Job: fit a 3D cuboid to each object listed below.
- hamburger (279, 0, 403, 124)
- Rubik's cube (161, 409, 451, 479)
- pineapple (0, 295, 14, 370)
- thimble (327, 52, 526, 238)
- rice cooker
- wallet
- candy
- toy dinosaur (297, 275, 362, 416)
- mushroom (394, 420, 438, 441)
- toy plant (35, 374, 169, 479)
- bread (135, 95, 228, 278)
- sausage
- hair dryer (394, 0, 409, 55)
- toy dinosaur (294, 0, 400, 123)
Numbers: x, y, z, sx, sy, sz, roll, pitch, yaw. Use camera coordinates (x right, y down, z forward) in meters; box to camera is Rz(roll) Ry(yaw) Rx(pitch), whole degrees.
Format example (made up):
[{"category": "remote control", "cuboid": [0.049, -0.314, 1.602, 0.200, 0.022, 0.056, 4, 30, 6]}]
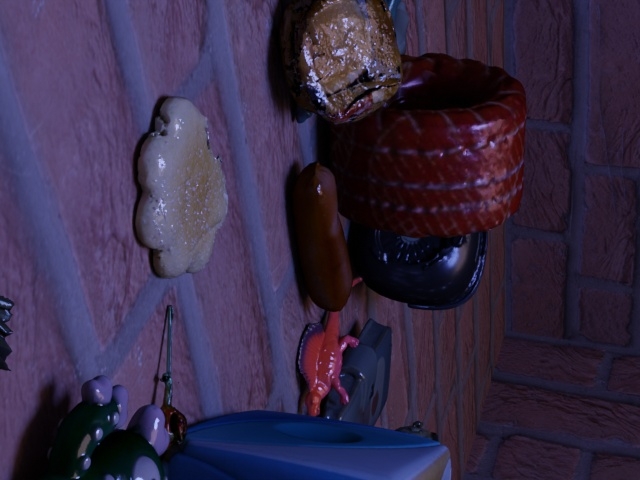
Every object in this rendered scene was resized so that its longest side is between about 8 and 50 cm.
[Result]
[{"category": "hamburger", "cuboid": [0.025, -0.289, 1.901, 0.231, 0.106, 0.231, -11, 107, -38]}, {"category": "Rubik's cube", "cuboid": [-0.024, 0.436, 1.724, 0.347, 0.351, 0.352, 3, 92, -73]}, {"category": "pineapple", "cuboid": [-0.323, -0.004, 0.993, 0.130, 0.119, 0.277, 52, -24, 45]}, {"category": "thimble", "cuboid": [0.185, -0.169, 2.162, 0.350, 0.350, 0.231, -54, 147, -57]}, {"category": "rice cooker", "cuboid": [0.193, 0.004, 2.409, 0.224, 0.267, 0.267, 51, 49, -73]}, {"category": "wallet", "cuboid": [0.058, 0.324, 2.401, 0.360, 0.083, 0.252, -55, 153, -57]}, {"category": "candy", "cuboid": [-0.195, 0.175, 1.601, 0.055, 0.049, 0.185, 28, 62, -79]}, {"category": "toy dinosaur", "cuboid": [0.004, 0.172, 2.226, 0.139, 0.070, 0.286, 35, 60, -46]}, {"category": "mushroom", "cuboid": [0.119, 0.458, 2.445, 0.248, 0.130, 0.344, -64, -176, -18]}, {"category": "toy plant", "cuboid": [-0.239, 0.279, 1.369, 0.243, 0.112, 0.233, 51, 54, -59]}, {"category": "bread", "cuboid": [-0.172, -0.050, 1.567, 0.251, 0.039, 0.182, 75, 28, -52]}, {"category": "sausage", "cuboid": [0.000, 0.000, 2.069, 0.089, 0.083, 0.300, -64, 153, -44]}, {"category": "hair dryer", "cuboid": [0.125, -0.315, 2.398, 0.206, 0.075, 0.237, -67, 166, -57]}, {"category": "toy dinosaur", "cuboid": [0.058, -0.341, 2.124, 0.383, 0.129, 0.331, 3, 105, -74]}]
